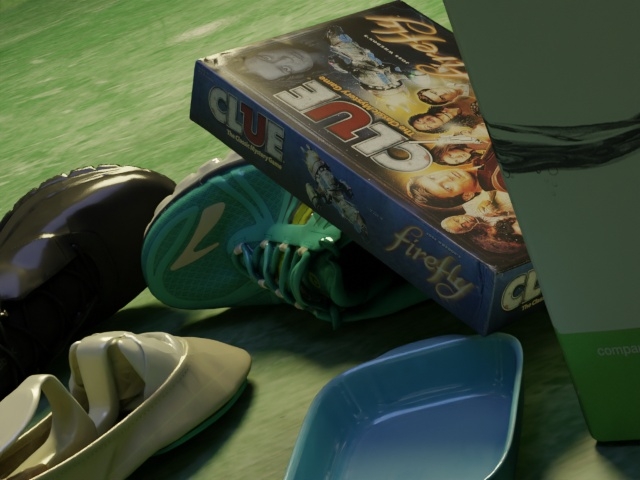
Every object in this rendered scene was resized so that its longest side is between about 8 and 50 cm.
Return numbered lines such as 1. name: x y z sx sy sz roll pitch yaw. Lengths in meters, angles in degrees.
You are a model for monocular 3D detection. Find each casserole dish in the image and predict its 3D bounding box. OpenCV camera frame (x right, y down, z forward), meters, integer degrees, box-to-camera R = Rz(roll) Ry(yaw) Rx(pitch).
1. casserole dish: 0.044 0.101 0.849 0.114 0.037 0.188 -15 20 15

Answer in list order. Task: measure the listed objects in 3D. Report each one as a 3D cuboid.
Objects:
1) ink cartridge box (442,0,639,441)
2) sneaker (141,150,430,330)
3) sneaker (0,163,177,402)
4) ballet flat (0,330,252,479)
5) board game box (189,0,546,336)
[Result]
1. ink cartridge box: 0.171 -0.073 0.833 0.114 0.273 0.198 -7 23 36
2. sneaker: 0.000 0.000 1.090 0.275 0.107 0.110 -10 30 29
3. sneaker: -0.203 0.053 1.172 0.286 0.109 0.130 -34 27 -10
4. ballet flat: -0.123 0.097 0.966 0.086 0.086 0.248 -6 23 36
5. board game box: 0.065 -0.050 0.998 0.165 0.042 0.243 -22 45 -37
